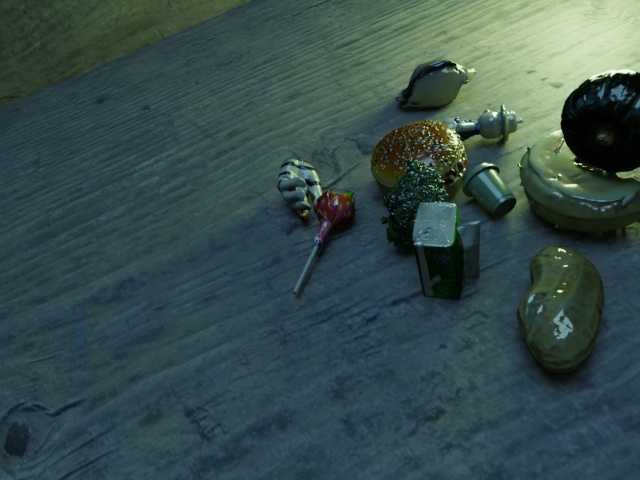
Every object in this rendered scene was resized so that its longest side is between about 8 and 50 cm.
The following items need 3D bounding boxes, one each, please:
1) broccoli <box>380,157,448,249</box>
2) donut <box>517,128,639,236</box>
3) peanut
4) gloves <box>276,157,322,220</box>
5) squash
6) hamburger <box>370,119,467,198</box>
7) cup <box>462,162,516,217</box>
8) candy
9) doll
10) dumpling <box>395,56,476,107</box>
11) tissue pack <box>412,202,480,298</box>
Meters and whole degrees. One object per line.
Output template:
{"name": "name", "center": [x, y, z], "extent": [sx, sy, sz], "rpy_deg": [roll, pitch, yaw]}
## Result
{"name": "broccoli", "center": [0.251, -0.099, 1.616], "extent": [0.198, 0.226, 0.176], "rpy_deg": [-30, 2, -29]}
{"name": "donut", "center": [0.696, -0.160, 1.591], "extent": [0.307, 0.150, 0.371], "rpy_deg": [-13, 43, 5]}
{"name": "peanut", "center": [0.550, 0.147, 1.347], "extent": [0.174, 0.158, 0.340], "rpy_deg": [-17, 30, 48]}
{"name": "gloves", "center": [-0.068, -0.151, 1.867], "extent": [0.131, 0.140, 0.219], "rpy_deg": [-17, 55, 30]}
{"name": "squash", "center": [0.706, -0.285, 1.423], "extent": [0.252, 0.252, 0.165], "rpy_deg": [15, 54, 30]}
{"name": "hamburger", "center": [0.297, -0.240, 1.790], "extent": [0.300, 0.176, 0.300], "rpy_deg": [-11, 45, 11]}
{"name": "cup", "center": [0.482, -0.137, 1.680], "extent": [0.120, 0.120, 0.141], "rpy_deg": [-28, 58, -8]}
{"name": "candy", "center": [0.000, 0.000, 1.718], "extent": [0.124, 0.124, 0.366], "rpy_deg": [9, 58, 26]}
{"name": "doll", "center": [0.488, -0.356, 1.878], "extent": [0.293, 0.138, 0.119], "rpy_deg": [-7, 86, 16]}
{"name": "dumpling", "center": [0.397, -0.573, 2.094], "extent": [0.292, 0.163, 0.205], "rpy_deg": [-16, 47, 21]}
{"name": "tissue pack", "center": [0.325, 0.028, 1.495], "extent": [0.156, 0.209, 0.148], "rpy_deg": [2, 48, 20]}
